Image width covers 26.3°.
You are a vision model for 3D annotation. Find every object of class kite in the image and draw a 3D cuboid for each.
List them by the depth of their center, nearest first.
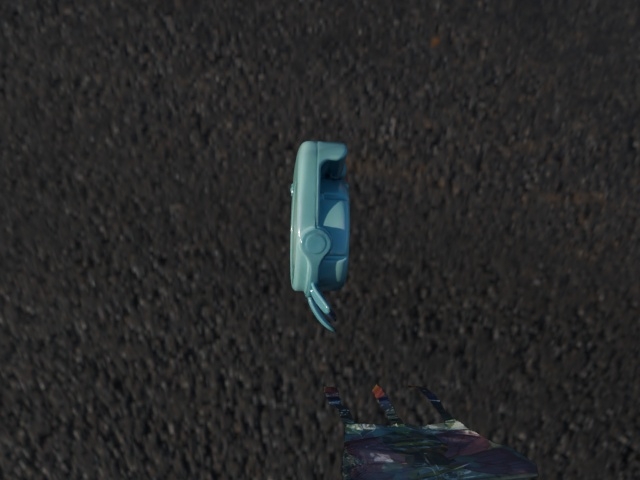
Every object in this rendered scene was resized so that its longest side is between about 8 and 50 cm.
[{"bbox_3d":[0.089,0.208,1.488,0.204,0.360,0.022,-5,102,-13],"label":"kite"}]

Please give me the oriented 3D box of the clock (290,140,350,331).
[{"bbox_3d":[-0.001,0.000,1.109,0.045,0.108,0.147,1,73,-3],"label":"clock"}]
